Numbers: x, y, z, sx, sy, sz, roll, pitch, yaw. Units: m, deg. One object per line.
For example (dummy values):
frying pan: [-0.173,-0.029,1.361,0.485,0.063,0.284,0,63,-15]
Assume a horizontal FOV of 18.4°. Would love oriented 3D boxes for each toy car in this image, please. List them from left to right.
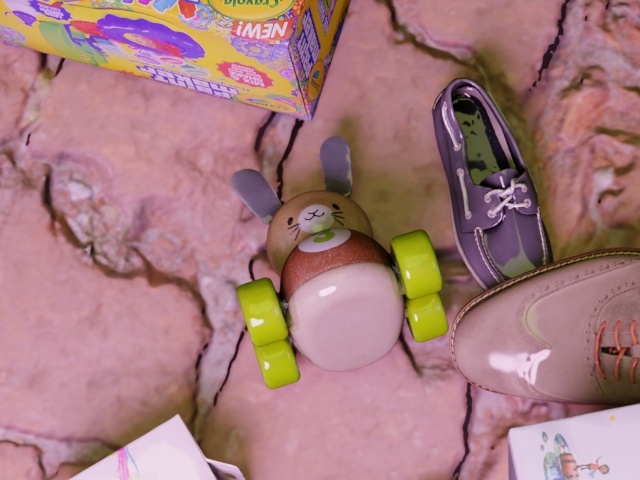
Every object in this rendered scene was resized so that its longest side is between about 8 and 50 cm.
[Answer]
toy car: [0.000,0.000,1.591,0.155,0.149,0.188,-17,59,-3]

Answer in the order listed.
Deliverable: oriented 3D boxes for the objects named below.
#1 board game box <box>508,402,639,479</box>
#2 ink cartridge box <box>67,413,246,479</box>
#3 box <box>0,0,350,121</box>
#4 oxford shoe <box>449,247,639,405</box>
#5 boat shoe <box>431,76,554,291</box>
board game box: [0.295,0.179,1.452,0.303,0.224,0.098,-13,71,2]
ink cartridge box: [-0.129,0.210,1.551,0.143,0.092,0.090,-31,71,-6]
box: [-0.112,-0.286,1.668,0.290,0.177,0.279,14,75,10]
oxford shoe: [0.252,0.068,1.499,0.348,0.130,0.123,-8,93,23]
boat shoe: [0.140,-0.039,1.620,0.075,0.065,0.206,-17,73,-3]
